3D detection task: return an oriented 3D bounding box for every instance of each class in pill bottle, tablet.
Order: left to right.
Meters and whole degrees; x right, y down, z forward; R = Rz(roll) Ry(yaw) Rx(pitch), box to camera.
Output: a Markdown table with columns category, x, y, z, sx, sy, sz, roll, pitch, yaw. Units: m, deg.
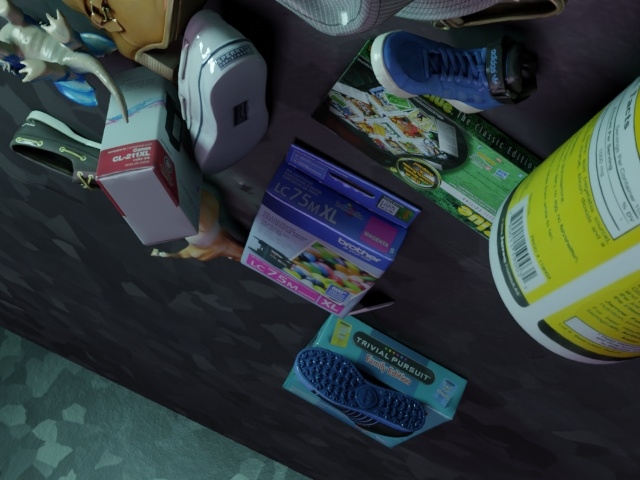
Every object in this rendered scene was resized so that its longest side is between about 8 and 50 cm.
| category | x | y | z | sx | sy | sz | roll | pitch | yaw |
| --- | --- | --- | --- | --- | --- | --- | --- | --- | --- |
| tablet | 0.071 | 0.106 | 1.170 | 0.054 | 0.006 | 0.083 | -10 | 172 | -30 |
| pill bottle | 0.276 | -0.034 | 0.550 | 0.188 | 0.188 | 0.334 | 30 | 154 | -2 |

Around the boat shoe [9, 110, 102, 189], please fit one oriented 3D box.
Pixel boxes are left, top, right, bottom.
| category | x | y | z | sx | sy | sz | roll | pitch | yaw |
| --- | --- | --- | --- | --- | --- | --- | --- | --- | --- |
| boat shoe | -0.366 | -0.116 | 1.174 | 0.228 | 0.068 | 0.081 | 27 | 154 | 4 |

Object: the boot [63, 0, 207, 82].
| category | x | y | z | sx | sy | sz | roll | pitch | yaw |
| --- | --- | --- | --- | --- | --- | --- | --- | --- | --- |
| boot | -0.196 | -0.252 | 0.766 | 0.152 | 0.073 | 0.197 | 34 | 151 | -2 |

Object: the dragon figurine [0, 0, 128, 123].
| category | x | y | z | sx | sy | sz | roll | pitch | yaw |
| --- | --- | --- | --- | --- | --- | --- | --- | --- | --- |
| dragon figurine | -0.292 | -0.208 | 0.874 | 0.289 | 0.085 | 0.144 | 23 | -176 | 20 |

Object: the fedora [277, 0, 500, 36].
| category | x | y | z | sx | sy | sz | roll | pitch | yaw |
| --- | --- | --- | --- | --- | --- | --- | --- | --- | --- |
| fedora | 0.008 | -0.233 | 0.488 | 0.244 | 0.124 | 0.275 | 8 | 138 | 44 |

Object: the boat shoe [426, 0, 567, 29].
| category | x | y | z | sx | sy | sz | roll | pitch | yaw |
| --- | --- | --- | --- | --- | --- | --- | --- | --- | --- |
| boat shoe | 0.119 | -0.189 | 0.587 | 0.153 | 0.048 | 0.056 | 8 | 147 | 36 |

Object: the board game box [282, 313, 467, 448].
| category | x | y | z | sx | sy | sz | roll | pitch | yaw |
| --- | --- | --- | --- | --- | --- | --- | --- | --- | --- |
| board game box | 0.085 | 0.263 | 1.393 | 0.254 | 0.079 | 0.336 | 29 | 154 | 0 |

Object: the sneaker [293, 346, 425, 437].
| category | x | y | z | sx | sy | sz | roll | pitch | yaw |
| --- | --- | --- | --- | --- | --- | --- | --- | --- | --- |
| sneaker | 0.052 | 0.255 | 1.228 | 0.232 | 0.081 | 0.090 | 30 | 147 | -5 |

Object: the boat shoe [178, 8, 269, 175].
| category | x | y | z | sx | sy | sz | roll | pitch | yaw |
| --- | --- | --- | --- | --- | --- | --- | --- | --- | --- |
| boat shoe | -0.111 | -0.159 | 0.846 | 0.084 | 0.095 | 0.258 | 56 | 158 | 12 |

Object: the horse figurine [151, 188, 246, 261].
| category | x | y | z | sx | sy | sz | roll | pitch | yaw |
| --- | --- | --- | --- | --- | --- | --- | --- | --- | --- |
| horse figurine | -0.201 | -0.032 | 1.136 | 0.174 | 0.066 | 0.263 | 8 | 147 | 15 |

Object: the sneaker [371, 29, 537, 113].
| category | x | y | z | sx | sy | sz | roll | pitch | yaw |
| --- | --- | --- | --- | --- | --- | --- | --- | --- | --- |
| sneaker | 0.117 | -0.142 | 0.617 | 0.152 | 0.058 | 0.084 | 11 | 168 | -42 |

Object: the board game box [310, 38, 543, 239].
| category | x | y | z | sx | sy | sz | roll | pitch | yaw |
| --- | --- | --- | --- | --- | --- | --- | --- | --- | --- |
| board game box | 0.123 | -0.091 | 0.783 | 0.260 | 0.030 | 0.136 | 34 | 151 | -9 |

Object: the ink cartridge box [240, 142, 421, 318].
| category | x | y | z | sx | sy | sz | roll | pitch | yaw |
| --- | --- | --- | --- | --- | --- | --- | --- | --- | --- |
| ink cartridge box | 0.000 | 0.000 | 1.034 | 0.186 | 0.065 | 0.311 | 29 | 152 | -1 |

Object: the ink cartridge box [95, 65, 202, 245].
| category | x | y | z | sx | sy | sz | roll | pitch | yaw |
| --- | --- | --- | --- | --- | --- | --- | --- | --- | --- |
| ink cartridge box | -0.195 | -0.104 | 0.899 | 0.072 | 0.175 | 0.127 | -11 | 142 | 11 |
